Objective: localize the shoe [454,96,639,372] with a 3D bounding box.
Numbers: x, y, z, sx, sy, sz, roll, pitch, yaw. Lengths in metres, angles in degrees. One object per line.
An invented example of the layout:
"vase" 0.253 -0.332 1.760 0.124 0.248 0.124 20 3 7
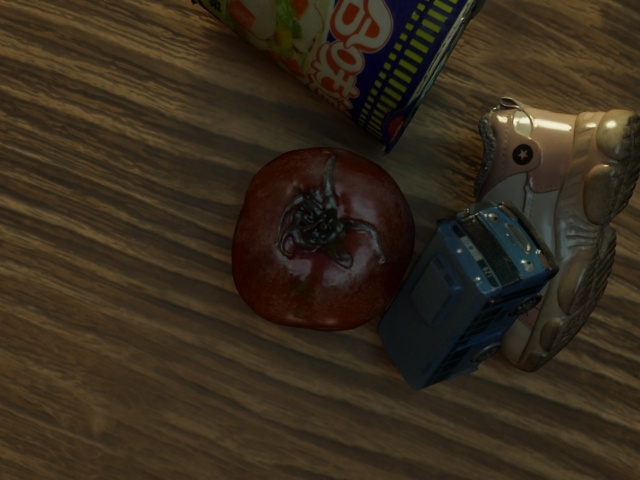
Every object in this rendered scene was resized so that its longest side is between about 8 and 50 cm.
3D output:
"shoe" 0.277 -0.013 1.054 0.198 0.171 0.351 23 107 30

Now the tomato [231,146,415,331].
"tomato" 0.004 0.001 0.996 0.231 0.188 0.232 1 82 -5

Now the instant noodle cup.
"instant noodle cup" 0.019 -0.296 0.983 0.312 0.284 0.284 31 85 3

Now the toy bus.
"toy bus" 0.166 0.071 0.971 0.133 0.234 0.116 -13 58 -28
